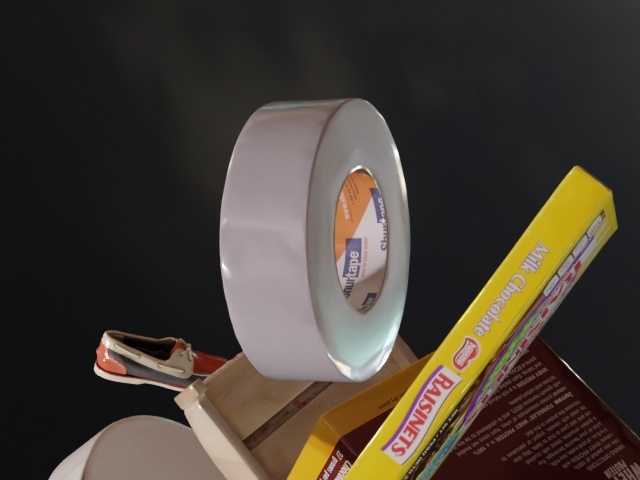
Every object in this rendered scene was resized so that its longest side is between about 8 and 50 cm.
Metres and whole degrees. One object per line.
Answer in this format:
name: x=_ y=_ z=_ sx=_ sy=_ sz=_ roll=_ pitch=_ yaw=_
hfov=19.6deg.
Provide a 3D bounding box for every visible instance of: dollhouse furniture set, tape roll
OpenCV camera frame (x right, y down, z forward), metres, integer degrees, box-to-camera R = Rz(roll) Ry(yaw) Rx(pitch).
dollhouse furniture set: x=-0.054 y=0.205 z=1.608 sx=0.303 sy=0.174 sz=0.355 roll=-36 pitch=-92 yaw=-34
tape roll: x=-0.118 y=0.353 z=1.844 sx=0.392 sy=0.072 sz=0.392 roll=41 pitch=-156 yaw=-23
tape roll: x=0.000 y=0.000 z=1.431 sx=0.072 sy=0.219 sz=0.219 roll=0 pitch=-164 yaw=22

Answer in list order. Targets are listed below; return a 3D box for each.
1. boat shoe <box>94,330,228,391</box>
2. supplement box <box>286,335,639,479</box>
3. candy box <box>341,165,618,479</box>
boat shoe: x=-0.147 y=0.113 z=1.766 sx=0.137 sy=0.043 sz=0.049 roll=8 pitch=-155 yaw=-19
supplement box: x=0.106 y=0.182 z=1.193 sx=0.191 sy=0.129 sz=0.194 roll=-25 pitch=-117 yaw=-40
candy box: x=0.078 y=0.060 z=0.919 sx=0.027 sy=0.206 sz=0.105 roll=36 pitch=179 yaw=12
